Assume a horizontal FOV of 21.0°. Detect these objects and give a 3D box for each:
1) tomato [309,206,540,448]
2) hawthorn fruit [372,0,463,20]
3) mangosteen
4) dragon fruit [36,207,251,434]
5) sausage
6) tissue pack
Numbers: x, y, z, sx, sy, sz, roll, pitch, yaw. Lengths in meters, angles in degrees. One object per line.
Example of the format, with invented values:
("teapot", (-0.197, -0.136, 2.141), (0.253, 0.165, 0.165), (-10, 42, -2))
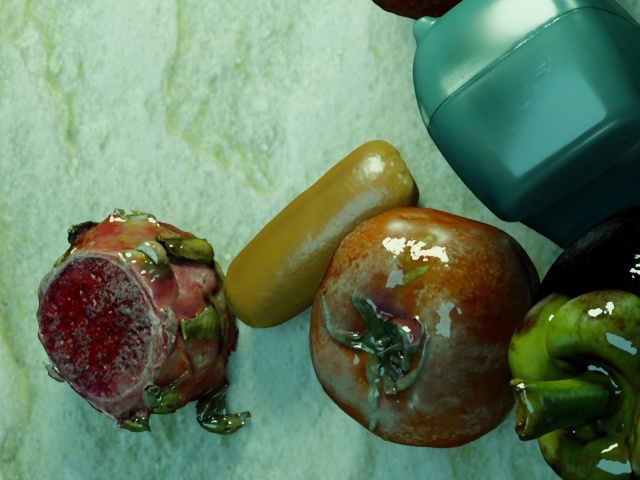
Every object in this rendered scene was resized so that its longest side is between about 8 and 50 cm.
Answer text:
("tomato", (0.101, 0.079, 1.629), (0.232, 0.188, 0.232), (6, 101, 37))
("hawthorn fruit", (0.159, -0.330, 1.592), (0.300, 0.254, 0.254), (-13, 84, 15))
("mangosteen", (0.314, 0.112, 1.470), (0.296, 0.313, 0.297), (1, 99, 5))
("dragon fruit", (-0.187, 0.084, 1.770), (0.211, 0.147, 0.282), (-42, 73, 16))
("sausage", (0.000, 0.000, 1.724), (0.238, 0.098, 0.098), (-41, 75, 15))
("tissue pack", (0.208, -0.124, 1.534), (0.198, 0.287, 0.206), (-36, 68, 19))
